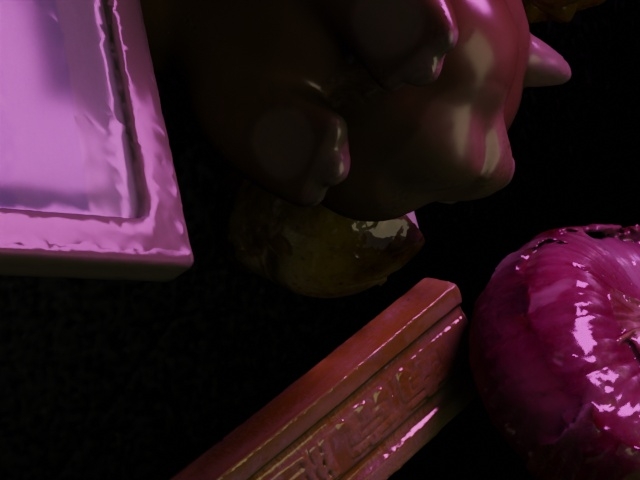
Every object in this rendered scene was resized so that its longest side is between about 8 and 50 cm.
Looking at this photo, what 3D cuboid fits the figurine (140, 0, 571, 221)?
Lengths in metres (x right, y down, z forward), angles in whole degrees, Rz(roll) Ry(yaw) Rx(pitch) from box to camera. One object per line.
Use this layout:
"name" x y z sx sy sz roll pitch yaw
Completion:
"figurine" -0.001 -0.114 0.550 0.173 0.247 0.177 -19 132 -62

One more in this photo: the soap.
"soap" 0.006 0.129 0.717 0.252 0.037 0.092 -37 120 -26

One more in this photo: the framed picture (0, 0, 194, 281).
"framed picture" -0.177 -0.149 0.382 0.247 0.022 0.335 4 65 -42

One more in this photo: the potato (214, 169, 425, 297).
"potato" 0.000 0.000 0.636 0.096 0.103 0.066 45 70 -36

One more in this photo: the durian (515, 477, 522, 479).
"durian" 0.216 0.292 0.804 0.293 0.258 0.258 -34 121 -22

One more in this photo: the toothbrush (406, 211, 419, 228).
"toothbrush" -0.008 -0.171 0.623 0.042 0.040 0.418 -32 120 -26

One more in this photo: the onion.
"onion" 0.196 0.102 0.763 0.230 0.163 0.230 20 48 -24

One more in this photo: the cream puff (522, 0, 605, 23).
"cream puff" 0.134 -0.203 0.693 0.146 0.116 0.146 9 70 -25
